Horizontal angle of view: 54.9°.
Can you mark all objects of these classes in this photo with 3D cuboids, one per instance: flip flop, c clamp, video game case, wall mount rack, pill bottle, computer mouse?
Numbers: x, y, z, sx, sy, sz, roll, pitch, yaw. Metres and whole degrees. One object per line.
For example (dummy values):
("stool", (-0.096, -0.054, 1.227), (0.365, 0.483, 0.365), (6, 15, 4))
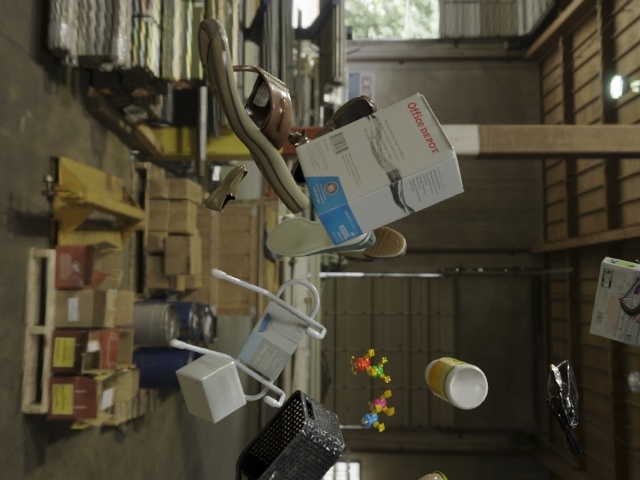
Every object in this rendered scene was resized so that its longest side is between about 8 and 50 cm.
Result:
("flip flop", (-0.066, -0.146, 0.739), (0.277, 0.080, 0.112), (60, 0, -40))
("c clamp", (0.972, 0.153, 1.885), (0.160, 0.022, 0.137), (-58, -156, 10))
("video game case", (1.018, 0.210, 1.981), (0.061, 0.244, 0.269), (-28, 124, -45))
("wall mount rack", (-0.168, 0.228, 1.486), (0.350, 0.304, 0.130), (-59, 176, 8))
("pill bottle", (0.364, 0.386, 1.694), (0.208, 0.118, 0.117), (162, -71, -79))
("computer mouse", (0.540, 0.344, 1.405), (0.184, 0.060, 0.262), (63, 29, -21))

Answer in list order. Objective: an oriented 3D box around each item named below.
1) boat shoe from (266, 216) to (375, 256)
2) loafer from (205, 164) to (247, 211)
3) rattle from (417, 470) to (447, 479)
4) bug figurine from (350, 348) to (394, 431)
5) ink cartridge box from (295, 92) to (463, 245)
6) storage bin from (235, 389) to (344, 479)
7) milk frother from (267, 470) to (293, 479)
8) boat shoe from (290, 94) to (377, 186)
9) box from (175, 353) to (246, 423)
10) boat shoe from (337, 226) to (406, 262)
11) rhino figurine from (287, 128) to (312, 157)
("boat shoe", (0.000, 0.000, 1.672), (0.099, 0.320, 0.116), (37, 53, -50))
("loafer", (-0.232, -0.130, 1.579), (0.148, 0.050, 0.056), (-51, 172, -11))
("rattle", (0.255, 0.685, 1.544), (0.142, 0.200, 0.130), (58, -25, 31))
("bug figurine", (0.185, 0.529, 2.185), (0.216, 0.072, 0.278), (14, 67, -61))
("ink cartridge box", (0.126, -0.158, 1.354), (0.129, 0.308, 0.223), (59, 11, -49))
("storage bin", (-0.054, 0.356, 1.018), (0.180, 0.084, 0.122), (-51, -164, 9))
("milk frother", (-0.017, 0.396, 0.837), (0.143, 0.135, 0.129), (37, 73, -72))
("boat shoe", (0.040, -0.286, 1.874), (0.355, 0.132, 0.130), (-48, -173, 24))
("box", (-0.224, 0.300, 1.258), (0.087, 0.102, 0.101), (-26, 109, -40))
("boat shoe", (0.159, 0.022, 1.932), (0.092, 0.285, 0.102), (43, 60, -39))
("rhino figurine", (-0.013, -0.227, 1.621), (0.073, 0.243, 0.106), (-54, -147, -1))
